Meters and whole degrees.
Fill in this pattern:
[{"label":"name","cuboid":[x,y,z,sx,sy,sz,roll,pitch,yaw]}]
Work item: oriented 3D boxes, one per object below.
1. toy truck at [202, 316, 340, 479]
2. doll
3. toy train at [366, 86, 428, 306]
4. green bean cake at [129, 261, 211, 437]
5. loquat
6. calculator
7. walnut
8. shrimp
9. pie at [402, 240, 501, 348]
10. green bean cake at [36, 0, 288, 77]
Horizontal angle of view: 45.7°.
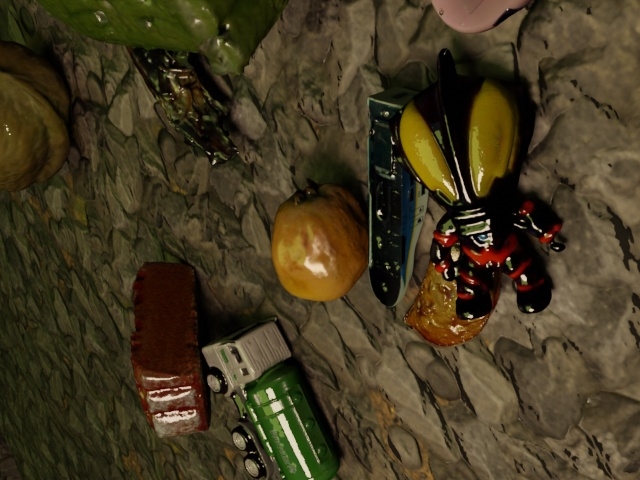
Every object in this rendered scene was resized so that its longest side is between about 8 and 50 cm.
[{"label":"toy truck","cuboid":[-0.065,0.233,1.062,0.125,0.101,0.242,-25,91,49]},{"label":"doll","cuboid":[0.141,-0.050,0.685,0.088,0.127,0.249,-129,26,-78]},{"label":"toy train","cuboid":[0.080,-0.038,0.789,0.052,0.051,0.234,25,130,41]},{"label":"green bean cake","cuboid":[-0.222,0.164,1.133,0.233,0.097,0.198,-108,10,-64]},{"label":"loquat","cuboid":[0.000,0.000,0.846,0.113,0.137,0.137,8,115,32]},{"label":"calculator","cuboid":[0.148,-0.242,0.625,0.103,0.024,0.166,58,140,12]},{"label":"walnut","cuboid":[-0.552,-0.206,1.299,0.283,0.227,0.283,12,147,8]},{"label":"shrimp","cuboid":[-0.175,-0.278,0.960,0.233,0.071,0.365,-38,73,46]},{"label":"pie","cuboid":[0.140,0.050,0.781,0.088,0.033,0.191,40,135,24]},{"label":"green bean cake","cuboid":[-0.201,-0.328,0.729,0.319,0.218,0.335,14,153,33]}]
